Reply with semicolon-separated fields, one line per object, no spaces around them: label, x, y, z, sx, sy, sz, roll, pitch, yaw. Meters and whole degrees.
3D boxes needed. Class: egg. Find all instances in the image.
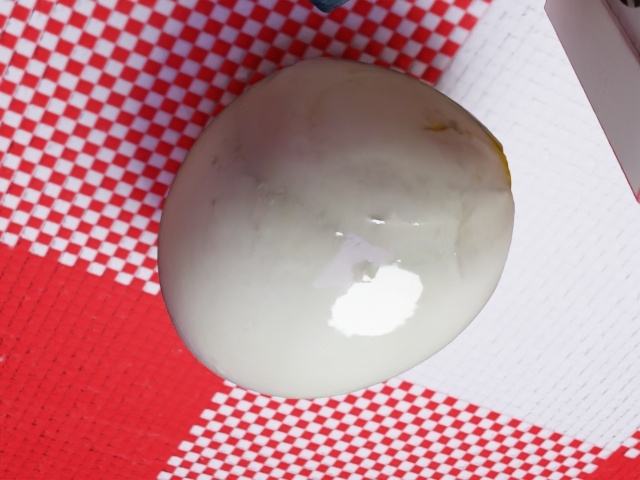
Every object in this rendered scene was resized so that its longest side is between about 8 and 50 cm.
egg;0.000;0.000;1.042;0.283;0.283;0.345;28;127;-26

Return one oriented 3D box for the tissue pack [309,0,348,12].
tissue pack;0.051;-0.292;0.881;0.257;0.081;0.185;-31;154;20

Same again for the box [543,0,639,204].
box;0.382;-0.212;0.874;0.312;0.314;0.300;6;127;-10
